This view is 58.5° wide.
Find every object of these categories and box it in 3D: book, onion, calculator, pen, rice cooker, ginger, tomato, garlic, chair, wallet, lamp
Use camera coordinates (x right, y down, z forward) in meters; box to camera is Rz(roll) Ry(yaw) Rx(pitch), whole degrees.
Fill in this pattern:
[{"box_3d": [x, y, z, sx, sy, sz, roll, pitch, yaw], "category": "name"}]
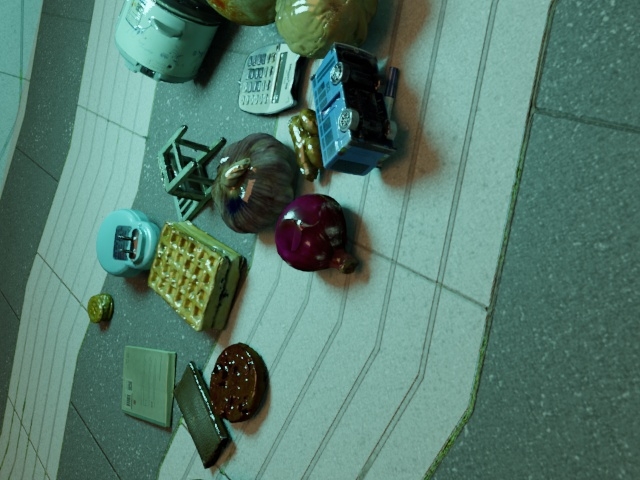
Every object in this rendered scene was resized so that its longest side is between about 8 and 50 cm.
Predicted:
[{"box_3d": [-0.516, 0.424, 1.692, 0.282, 0.025, 0.215, -2, 83, 46], "category": "book"}, {"box_3d": [-0.011, -0.001, 1.168, 0.198, 0.135, 0.173, 43, 117, 38], "category": "onion"}, {"box_3d": [-0.129, -0.396, 1.412, 0.268, 0.040, 0.177, 16, 95, 46], "category": "calculator"}, {"box_3d": [0.128, -0.245, 1.142, 0.025, 0.025, 0.204, 12, 92, 45], "category": "pen"}, {"box_3d": [-0.411, -0.602, 1.568, 0.317, 0.264, 0.317, -55, 18, 28], "category": "rice cooker"}, {"box_3d": [-0.012, -0.216, 1.249, 0.103, 0.073, 0.162, -33, 67, 53], "category": "ginger"}, {"box_3d": [-0.145, -0.626, 1.335, 0.270, 0.222, 0.270, -10, 63, 21], "category": "tomato"}, {"box_3d": [-0.170, -0.134, 1.329, 0.245, 0.160, 0.245, -7, 80, 45], "category": "garlic"}, {"box_3d": [-0.374, -0.169, 1.552, 0.270, 0.147, 0.136, -35, 61, 35], "category": "chair"}, {"box_3d": [-0.309, 0.445, 1.473, 0.243, 0.039, 0.133, 52, 126, 36], "category": "wallet"}, {"box_3d": [-0.570, 0.010, 1.718, 0.284, 0.147, 0.209, 3, 88, 54], "category": "lamp"}]

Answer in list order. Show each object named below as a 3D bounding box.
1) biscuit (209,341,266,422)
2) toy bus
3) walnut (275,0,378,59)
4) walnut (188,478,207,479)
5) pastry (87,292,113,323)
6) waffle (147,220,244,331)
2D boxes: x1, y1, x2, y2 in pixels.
[{"box_3d": [-0.200, 0.341, 1.372, 0.192, 0.049, 0.192, -11, 72, 38], "category": "biscuit"}, {"box_3d": [0.058, -0.256, 1.124, 0.133, 0.116, 0.234, -40, 51, 50], "category": "toy bus"}, {"box_3d": [0.011, -0.473, 1.175, 0.245, 0.198, 0.198, 15, 95, 63], "category": "walnut"}, {"box_3d": [-0.251, 0.637, 1.279, 0.297, 0.203, 0.203, -6, 79, 28], "category": "walnut"}, {"box_3d": [-0.740, 0.228, 1.926, 0.097, 0.057, 0.109, 33, 109, 37], "category": "pastry"}, {"box_3d": [-0.338, 0.083, 1.518, 0.308, 0.091, 0.213, 27, 103, 43], "category": "waffle"}]
